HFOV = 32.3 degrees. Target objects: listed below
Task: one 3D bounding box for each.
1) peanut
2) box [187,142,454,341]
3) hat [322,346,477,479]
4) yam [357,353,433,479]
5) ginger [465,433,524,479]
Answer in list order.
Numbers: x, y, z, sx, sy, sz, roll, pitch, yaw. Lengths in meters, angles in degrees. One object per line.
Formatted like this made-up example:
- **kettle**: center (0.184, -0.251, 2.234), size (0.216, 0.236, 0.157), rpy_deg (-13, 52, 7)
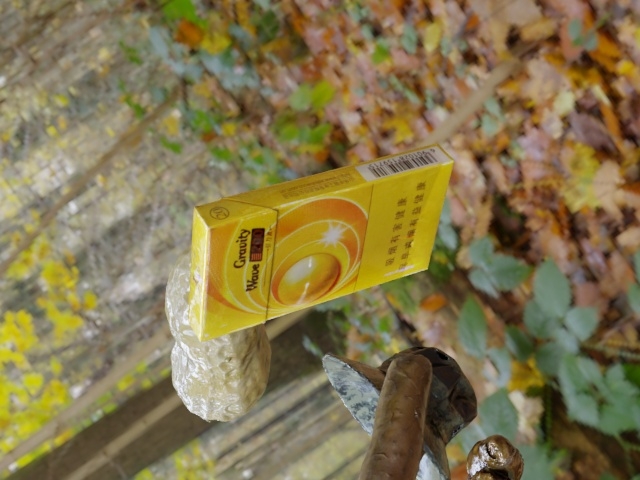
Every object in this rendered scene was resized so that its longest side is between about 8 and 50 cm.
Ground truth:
- **peanut**: center (-0.135, 0.119, 1.453), size (0.149, 0.149, 0.313), rpy_deg (56, 162, 36)
- **box**: center (0.000, 0.000, 1.085), size (0.043, 0.269, 0.152), rpy_deg (51, 146, 39)
- **hat**: center (0.127, 0.210, 1.444), size (0.265, 0.128, 0.265), rpy_deg (48, 164, 18)
- **yam**: center (0.065, 0.189, 0.966), size (0.057, 0.057, 0.241), rpy_deg (56, -152, -22)
- **ginger**: center (0.192, 0.278, 1.264), size (0.162, 0.073, 0.103), rpy_deg (54, -138, -66)
